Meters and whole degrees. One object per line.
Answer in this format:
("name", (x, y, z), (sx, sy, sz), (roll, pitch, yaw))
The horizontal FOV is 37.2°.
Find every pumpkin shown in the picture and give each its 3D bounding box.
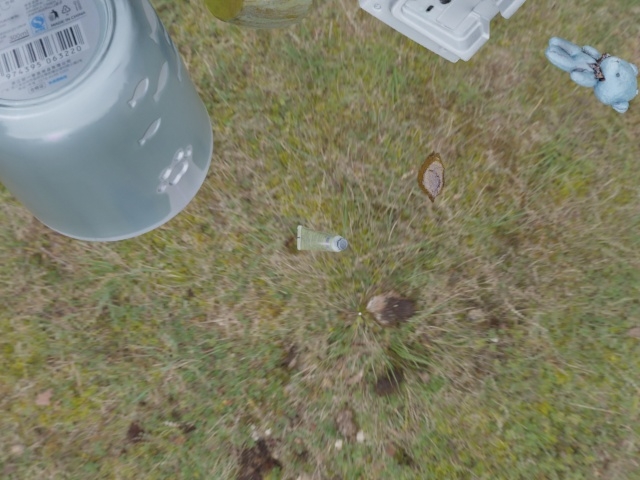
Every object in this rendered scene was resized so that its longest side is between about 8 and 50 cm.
("pumpkin", (-0.131, -0.442, 1.635), (0.217, 0.217, 0.110), (46, 63, 5))

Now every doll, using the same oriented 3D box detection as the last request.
("doll", (0.483, -0.306, 1.664), (0.179, 0.075, 0.120), (33, 58, -12))

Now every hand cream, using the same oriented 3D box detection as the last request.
("hand cream", (0.000, 0.000, 1.297), (0.022, 0.102, 0.035), (-4, 97, -36))

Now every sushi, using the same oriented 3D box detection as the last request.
("sushi", (0.211, -0.124, 1.826), (0.050, 0.047, 0.099), (12, 91, -17))

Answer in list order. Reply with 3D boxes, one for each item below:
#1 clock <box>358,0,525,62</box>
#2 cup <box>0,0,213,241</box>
("clock", (0.230, -0.453, 1.681), (0.231, 0.262, 0.116), (23, 44, -24))
("cup", (-0.274, -0.211, 1.100), (0.259, 0.274, 0.357), (1, 70, 7))
